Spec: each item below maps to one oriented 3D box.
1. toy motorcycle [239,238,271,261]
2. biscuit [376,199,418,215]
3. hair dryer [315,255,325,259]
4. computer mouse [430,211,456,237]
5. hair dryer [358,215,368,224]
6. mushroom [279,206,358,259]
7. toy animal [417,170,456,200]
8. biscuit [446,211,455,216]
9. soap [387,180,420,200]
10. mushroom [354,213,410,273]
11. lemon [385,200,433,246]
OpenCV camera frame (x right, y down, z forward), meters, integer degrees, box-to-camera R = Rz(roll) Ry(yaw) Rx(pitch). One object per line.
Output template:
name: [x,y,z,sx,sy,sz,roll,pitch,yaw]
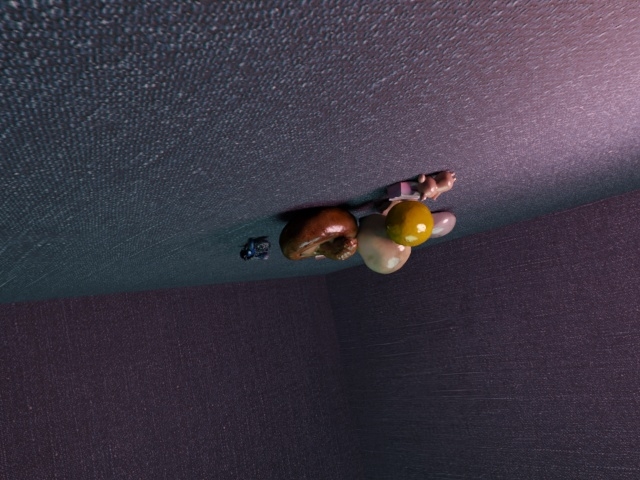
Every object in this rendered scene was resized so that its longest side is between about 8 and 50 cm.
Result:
toy motorcycle: [-0.328,0.050,2.032,0.135,0.092,0.254,2,158,-18]
biscuit: [0.336,-0.149,1.795,0.188,0.040,0.265,-17,169,24]
hair dryer: [0.058,-0.009,2.094,0.210,0.126,0.352,-12,164,-2]
computer mouse: [0.593,-0.071,2.233,0.296,0.121,0.184,-11,165,15]
hair dryer: [0.264,-0.081,1.896,0.070,0.114,0.248,-8,167,-26]
mushroom: [-0.007,-0.023,1.671,0.344,0.239,0.345,5,159,2]
toy animal: [0.412,-0.204,1.458,0.150,0.084,0.089,-23,157,1]
biscuit: [0.660,-0.123,2.339,0.138,0.031,0.204,5,160,-45]
soap: [0.323,-0.183,1.524,0.149,0.057,0.100,-4,170,-39]
mushroom: [0.279,0.002,1.743,0.253,0.260,0.234,28,-133,33]
lemon: [0.334,-0.065,1.553,0.202,0.179,0.178,-7,170,-28]
